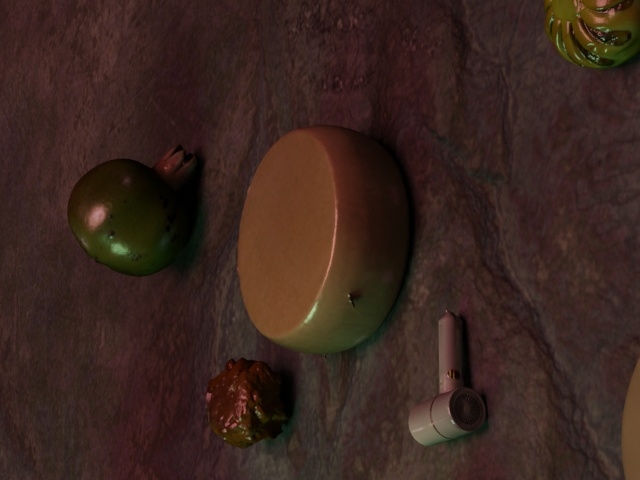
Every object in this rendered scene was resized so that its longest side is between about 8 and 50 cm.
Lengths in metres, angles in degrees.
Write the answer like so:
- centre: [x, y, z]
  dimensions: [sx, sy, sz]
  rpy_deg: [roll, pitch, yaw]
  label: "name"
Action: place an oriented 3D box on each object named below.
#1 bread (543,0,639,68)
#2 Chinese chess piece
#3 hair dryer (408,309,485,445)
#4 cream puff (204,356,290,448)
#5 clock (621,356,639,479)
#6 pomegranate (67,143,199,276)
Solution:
- centre: [0.255, -0.228, 1.439]
  dimensions: [0.130, 0.071, 0.139]
  rpy_deg: [-178, 94, -65]
  label: "bread"
- centre: [0.000, 0.000, 1.817]
  dimensions: [0.273, 0.102, 0.273]
  rpy_deg: [-25, 61, 57]
  label: "Chinese chess piece"
- centre: [0.130, 0.139, 1.618]
  dimensions: [0.082, 0.047, 0.137]
  rpy_deg: [-30, 53, 56]
  label: "hair dryer"
- centre: [-0.090, 0.208, 1.954]
  dimensions: [0.122, 0.094, 0.116]
  rpy_deg: [-47, 44, 14]
  label: "cream puff"
- centre: [0.330, 0.157, 1.269]
  dimensions: [0.235, 0.029, 0.235]
  rpy_deg: [-29, 57, 57]
  label: "clock"
- centre: [-0.257, -0.051, 2.242]
  dimensions: [0.209, 0.180, 0.180]
  rpy_deg: [-49, 34, 1]
  label: "pomegranate"
